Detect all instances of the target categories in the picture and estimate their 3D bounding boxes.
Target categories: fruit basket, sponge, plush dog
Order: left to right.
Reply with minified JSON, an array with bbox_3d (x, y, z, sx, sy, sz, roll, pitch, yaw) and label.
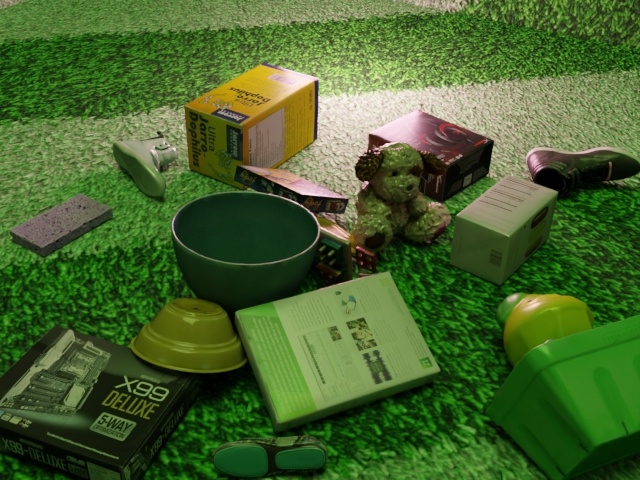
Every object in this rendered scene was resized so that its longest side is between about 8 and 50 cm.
[{"bbox_3d":[-0.612,-0.040,1.776,0.117,0.031,0.210,23,40,28],"label":"sponge"},{"bbox_3d":[0.166,-0.120,1.727,0.262,0.225,0.210,-7,33,-30],"label":"plush dog"},{"bbox_3d":[0.456,0.197,1.313,0.392,0.283,0.392,5,51,-6],"label":"fruit basket"}]

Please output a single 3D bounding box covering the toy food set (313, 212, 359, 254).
[{"bbox_3d":[0.000,0.000,1.724,0.128,0.071,0.218,2,29,-45],"label":"toy food set"}]

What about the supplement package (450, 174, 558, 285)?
[{"bbox_3d":[0.421,-0.030,1.710,0.134,0.139,0.244,25,42,32],"label":"supplement package"}]

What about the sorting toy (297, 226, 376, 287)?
[{"bbox_3d":[0.009,0.042,1.600,0.274,0.132,0.046,26,49,30],"label":"sorting toy"}]

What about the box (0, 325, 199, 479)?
[{"bbox_3d":[-0.400,0.282,1.289,0.307,0.076,0.242,14,36,17],"label":"box"}]

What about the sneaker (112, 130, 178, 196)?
[{"bbox_3d":[-0.428,-0.209,1.970,0.151,0.094,0.256,-18,41,-31],"label":"sneaker"}]

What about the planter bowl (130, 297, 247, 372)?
[{"bbox_3d":[-0.235,0.162,1.382,0.217,0.090,0.217,10,11,-2],"label":"planter bowl"}]

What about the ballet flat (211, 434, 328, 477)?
[{"bbox_3d":[-0.082,0.351,1.231,0.188,0.070,0.070,2,35,-3],"label":"ballet flat"}]

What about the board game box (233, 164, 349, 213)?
[{"bbox_3d":[-0.073,-0.125,1.835,0.165,0.042,0.243,1,19,-46],"label":"board game box"}]

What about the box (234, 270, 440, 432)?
[{"bbox_3d":[0.029,0.197,1.384,0.322,0.058,0.232,-12,58,-21],"label":"box"}]

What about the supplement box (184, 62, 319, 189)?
[{"bbox_3d":[-0.180,-0.322,2.050,0.195,0.194,0.356,22,40,25],"label":"supplement box"}]

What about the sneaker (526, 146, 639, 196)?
[{"bbox_3d":[0.689,-0.171,1.960,0.296,0.104,0.147,4,37,14],"label":"sneaker"}]

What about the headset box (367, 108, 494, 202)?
[{"bbox_3d":[0.282,-0.241,2.027,0.218,0.110,0.293,-29,46,-35],"label":"headset box"}]

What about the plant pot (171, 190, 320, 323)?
[{"bbox_3d":[-0.152,0.052,1.511,0.290,0.195,0.290,4,30,-2],"label":"plant pot"}]
